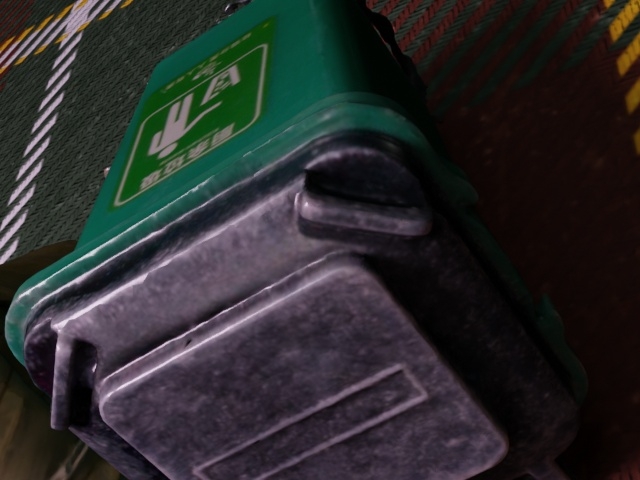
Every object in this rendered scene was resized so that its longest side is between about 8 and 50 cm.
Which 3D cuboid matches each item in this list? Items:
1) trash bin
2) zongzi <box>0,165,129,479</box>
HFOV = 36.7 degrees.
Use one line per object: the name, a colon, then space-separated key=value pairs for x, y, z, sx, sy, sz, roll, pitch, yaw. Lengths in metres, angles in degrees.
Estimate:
trash bin: x=0.000 y=0.000 z=0.650 sx=0.259 sy=0.295 sz=0.381 roll=-29 pitch=32 yaw=18
zongzi: x=-0.144 y=0.159 z=0.762 sx=0.181 sy=0.418 sz=0.447 roll=-41 pitch=0 yaw=17
